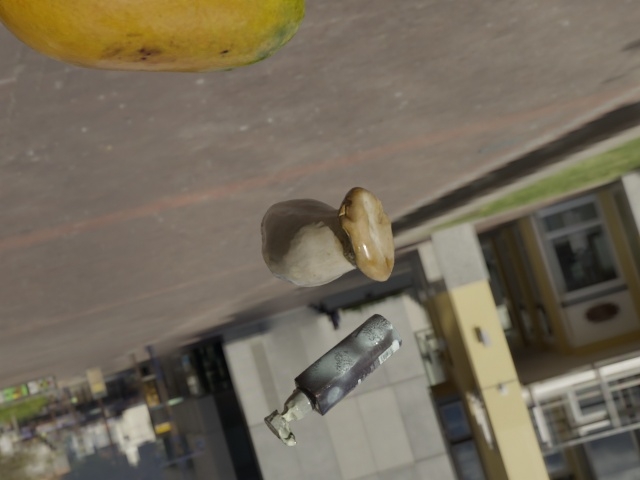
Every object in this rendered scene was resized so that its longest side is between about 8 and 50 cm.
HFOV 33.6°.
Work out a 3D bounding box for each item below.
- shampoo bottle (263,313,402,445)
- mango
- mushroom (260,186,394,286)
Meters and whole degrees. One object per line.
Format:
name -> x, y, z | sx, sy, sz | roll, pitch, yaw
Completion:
shampoo bottle -> 0.016, 0.180, 1.369 | 0.207, 0.057, 0.063 | -39, -135, -19
mango -> -0.112, -0.185, 0.690 | 0.221, 0.152, 0.120 | 0, -151, -19
mushroom -> 0.001, 0.000, 1.107 | 0.088, 0.097, 0.212 | 21, 164, -26
